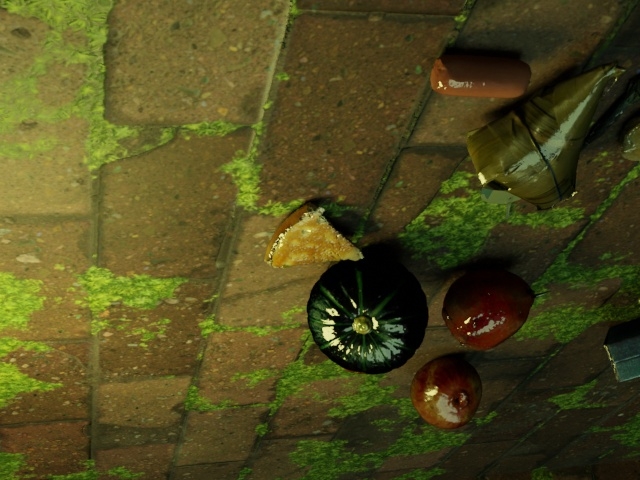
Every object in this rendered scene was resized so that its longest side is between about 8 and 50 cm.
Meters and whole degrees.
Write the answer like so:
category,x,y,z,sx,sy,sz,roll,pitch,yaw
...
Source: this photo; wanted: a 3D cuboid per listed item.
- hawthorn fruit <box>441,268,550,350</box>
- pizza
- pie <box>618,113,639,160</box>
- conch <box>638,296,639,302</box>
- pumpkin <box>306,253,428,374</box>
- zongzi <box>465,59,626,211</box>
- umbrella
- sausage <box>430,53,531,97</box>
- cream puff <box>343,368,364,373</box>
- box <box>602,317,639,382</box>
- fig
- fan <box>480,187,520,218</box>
category,x,y,z,sx,sy,sz,roll,pitch,yaw
hawthorn fruit,0.381,0.137,1.986,0.235,0.181,0.181,-23,149,12
pizza,0.000,0.000,1.734,0.195,0.052,0.185,15,135,-30
pie,0.625,-0.194,1.603,0.195,0.046,0.195,-8,152,-4
conch,0.852,0.120,2.137,0.233,0.114,0.137,5,119,-10
pumpkin,0.101,0.143,1.875,0.248,0.248,0.248,-8,151,-5
zongzi,0.415,-0.171,1.507,0.289,0.123,0.260,-34,148,29
umbrella,0.509,-0.219,1.529,0.044,0.044,0.269,23,147,-2
sausage,0.242,-0.245,1.371,0.154,0.062,0.062,0,149,-17
cream puff,0.103,0.275,2.217,0.116,0.094,0.122,13,166,-30
box,0.851,0.245,2.266,0.261,0.116,0.279,-20,176,21
fig,0.330,0.396,2.421,0.205,0.205,0.205,-8,151,-5
fan,0.360,-0.085,1.747,0.113,0.005,0.175,-12,151,2
